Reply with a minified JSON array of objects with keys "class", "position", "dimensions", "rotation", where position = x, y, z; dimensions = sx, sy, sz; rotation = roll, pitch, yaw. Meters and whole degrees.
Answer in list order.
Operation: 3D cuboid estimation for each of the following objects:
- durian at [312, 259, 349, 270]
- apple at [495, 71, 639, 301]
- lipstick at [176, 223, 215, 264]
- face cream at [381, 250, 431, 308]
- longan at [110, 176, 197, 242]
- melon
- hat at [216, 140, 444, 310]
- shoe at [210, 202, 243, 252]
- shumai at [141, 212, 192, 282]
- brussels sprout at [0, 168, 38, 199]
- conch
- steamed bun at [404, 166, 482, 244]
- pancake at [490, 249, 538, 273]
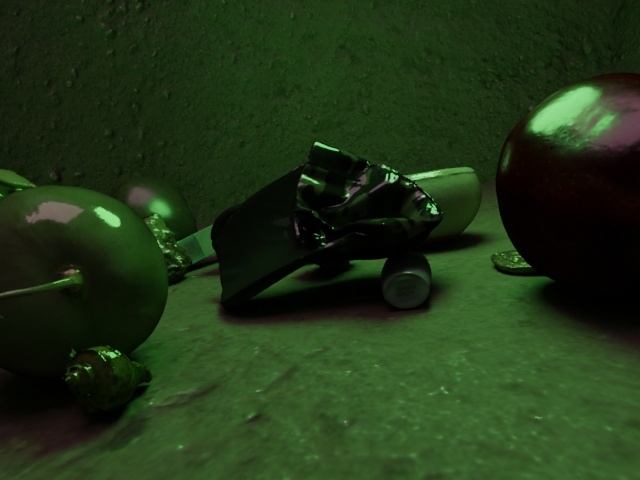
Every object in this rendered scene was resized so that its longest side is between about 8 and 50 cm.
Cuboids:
[{"class":"durian","position":[0.019,-0.010,1.027],"dimensions":[0.137,0.158,0.168],"rotation":[-20,26,33]},{"class":"apple","position":[0.384,-0.067,0.617],"dimensions":[0.289,0.287,0.316],"rotation":[-8,22,0]},{"class":"lipstick","position":[-0.295,-0.021,1.411],"dimensions":[0.076,0.079,0.371],"rotation":[-21,10,42]},{"class":"face cream","position":[0.141,0.060,0.775],"dimensions":[0.084,0.057,0.198],"rotation":[-7,6,12]},{"class":"longan","position":[-0.525,-0.059,1.438],"dimensions":[0.289,0.288,0.350],"rotation":[-9,31,-8]},{"class":"melon","position":[-0.338,0.053,0.618],"dimensions":[0.308,0.271,0.272],"rotation":[7,16,37]},{"class":"hat","position":[0.000,0.000,0.874],"dimensions":[0.257,0.381,0.366],"rotation":[31,22,-29]},{"class":"shoe","position":[-0.084,-0.028,1.183],"dimensions":[0.385,0.171,0.237],"rotation":[-7,1,21]},{"class":"shumai","position":[-0.435,0.025,1.166],"dimensions":[0.206,0.175,0.166],"rotation":[-13,9,-8]},{"class":"brussels sprout","position":[-0.783,0.034,0.976],"dimensions":[0.426,0.342,0.361],"rotation":[-12,-19,-47]},{"class":"conch","position":[-0.231,0.142,0.502],"dimensions":[0.089,0.074,0.121],"rotation":[31,-1,19]},{"class":"steamed bun","position":[0.260,-0.078,1.171],"dimensions":[0.283,0.177,0.283],"rotation":[-9,4,1]},{"class":"pancake","position":[0.383,0.031,0.833],"dimensions":[0.158,0.028,0.158],"rotation":[-11,7,1]}]
